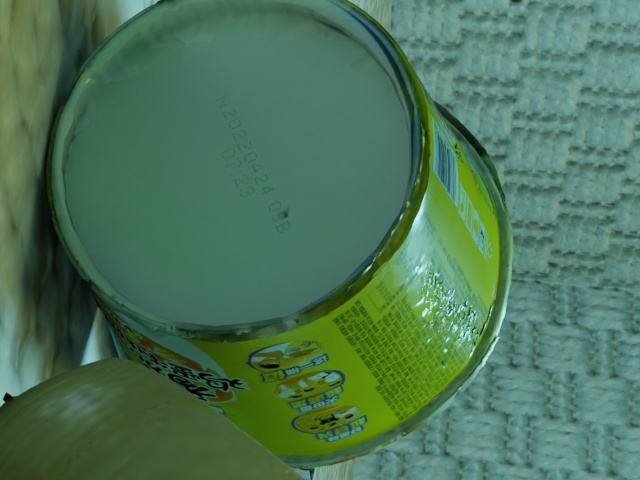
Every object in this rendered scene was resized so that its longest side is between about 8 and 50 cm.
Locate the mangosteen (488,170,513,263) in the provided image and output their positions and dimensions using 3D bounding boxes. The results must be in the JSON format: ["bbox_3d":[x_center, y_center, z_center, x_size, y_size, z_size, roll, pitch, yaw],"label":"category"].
[{"bbox_3d":[0.062,-0.002,1.539,0.265,0.228,0.228,-138,-128,-79],"label":"mangosteen"}]

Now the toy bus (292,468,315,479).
[{"bbox_3d":[-0.032,0.178,1.525,0.102,0.058,0.052,83,13,-46],"label":"toy bus"}]

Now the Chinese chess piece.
[{"bbox_3d":[-0.021,0.146,0.533,0.097,0.251,0.251,-46,163,-15],"label":"Chinese chess piece"}]

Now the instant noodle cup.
[{"bbox_3d":[-0.018,-0.011,0.720,0.153,0.205,0.205,62,33,-70],"label":"instant noodle cup"}]
